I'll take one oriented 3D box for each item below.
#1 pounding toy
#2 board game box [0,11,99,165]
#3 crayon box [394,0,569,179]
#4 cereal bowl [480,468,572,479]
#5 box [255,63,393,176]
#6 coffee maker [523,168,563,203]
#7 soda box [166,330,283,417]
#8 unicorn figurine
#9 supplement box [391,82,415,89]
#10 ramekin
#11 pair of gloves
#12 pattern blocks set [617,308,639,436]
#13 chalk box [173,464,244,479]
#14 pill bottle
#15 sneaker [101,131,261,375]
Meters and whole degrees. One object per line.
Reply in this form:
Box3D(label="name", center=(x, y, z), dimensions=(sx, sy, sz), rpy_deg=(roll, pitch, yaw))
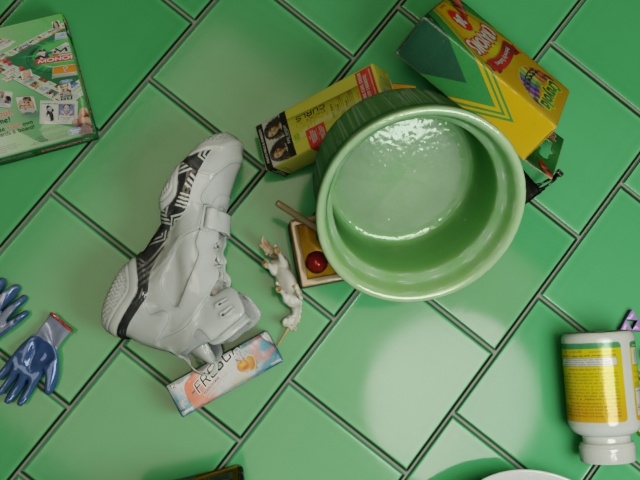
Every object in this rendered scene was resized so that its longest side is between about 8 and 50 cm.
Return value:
Box3D(label="pounding toy", center=(0.000, 0.000, 1.323), dimensions=(0.130, 0.100, 0.141), rpy_deg=(-10, 85, -7))
Box3D(label="board game box", center=(-0.545, -0.228, 1.326), dimensions=(0.317, 0.046, 0.214), rpy_deg=(-16, 85, -6))
Box3D(label="crayon box", center=(0.290, -0.258, 1.332), dimensions=(0.318, 0.202, 0.081), rpy_deg=(40, 124, -1))
Box3D(label="cereal bowl", center=(0.330, 0.534, 1.240), dimensions=(0.339, 0.141, 0.339), rpy_deg=(5, 47, -6))
Box3D(label="box", center=(0.010, -0.188, 1.301), dimensions=(0.232, 0.058, 0.087), rpy_deg=(-22, 73, 27))
Box3D(label="coffee maker", center=(0.279, -0.126, 1.368), dimensions=(0.171, 0.120, 0.178), rpy_deg=(-35, 89, -31))
Box3D(label="soda box", center=(-0.152, 0.212, 1.305), dimensions=(0.183, 0.063, 0.058), rpy_deg=(-29, 87, -7))
Box3D(label="unicorn figurine", center=(-0.057, 0.077, 1.318), dimensions=(0.060, 0.111, 0.162), rpy_deg=(-8, 70, 4))
Box3D(label="supplement box", center=(0.104, -0.155, 1.348), dimensions=(0.080, 0.104, 0.188), rpy_deg=(5, 83, -5))
Box3D(label="ramekin", center=(0.131, -0.075, 1.199), dimensions=(0.303, 0.148, 0.303), rpy_deg=(-4, 118, -8))
Box3D(label="pair of gloves", center=(-0.493, 0.163, 1.301), dimensions=(0.198, 0.023, 0.159), rpy_deg=(35, 84, 0))
Box3D(label="pattern blocks set", center=(0.645, 0.235, 1.395), dimensions=(0.285, 0.026, 0.325), rpy_deg=(-41, 89, -8))
Box3D(label="chalk box", center=(-0.177, 0.507, 1.213), dimensions=(0.179, 0.180, 0.289), rpy_deg=(-10, 84, -6))
Box3D(label="pill bottle", center=(0.460, 0.253, 1.330), dimensions=(0.117, 0.117, 0.208), rpy_deg=(-3, 84, -6))
Box3D(label="sneaker", center=(-0.168, 0.026, 1.272), dimensions=(0.210, 0.137, 0.366), rpy_deg=(29, 87, 12))
